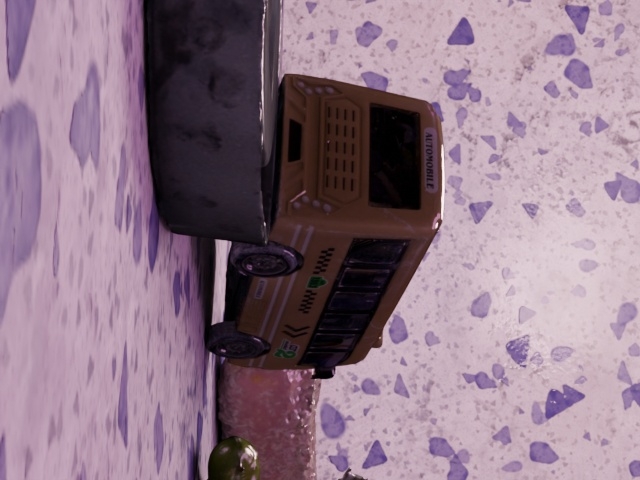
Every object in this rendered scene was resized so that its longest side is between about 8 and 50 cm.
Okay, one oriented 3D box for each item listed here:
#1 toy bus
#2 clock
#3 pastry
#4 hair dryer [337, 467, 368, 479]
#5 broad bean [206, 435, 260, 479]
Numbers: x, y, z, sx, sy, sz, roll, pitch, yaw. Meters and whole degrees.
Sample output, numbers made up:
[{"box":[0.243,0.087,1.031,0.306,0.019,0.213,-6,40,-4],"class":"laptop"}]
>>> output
[{"box":[0.000,0.000,1.039,0.289,0.157,0.139,111,-17,-59],"class":"toy bus"},{"box":[-0.055,-0.149,0.779,0.312,0.061,0.312,-178,-90,-90],"class":"clock"},{"box":[-0.051,0.188,1.284,0.265,0.103,0.112,90,9,-45],"class":"pastry"},{"box":[0.005,0.332,1.361,0.107,0.173,0.357,-38,152,-39],"class":"hair dryer"},{"box":[-0.075,0.225,1.104,0.052,0.053,0.256,50,-19,22],"class":"broad bean"}]
